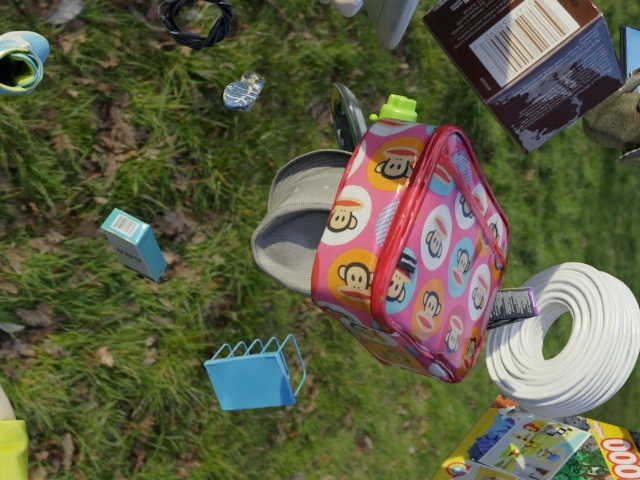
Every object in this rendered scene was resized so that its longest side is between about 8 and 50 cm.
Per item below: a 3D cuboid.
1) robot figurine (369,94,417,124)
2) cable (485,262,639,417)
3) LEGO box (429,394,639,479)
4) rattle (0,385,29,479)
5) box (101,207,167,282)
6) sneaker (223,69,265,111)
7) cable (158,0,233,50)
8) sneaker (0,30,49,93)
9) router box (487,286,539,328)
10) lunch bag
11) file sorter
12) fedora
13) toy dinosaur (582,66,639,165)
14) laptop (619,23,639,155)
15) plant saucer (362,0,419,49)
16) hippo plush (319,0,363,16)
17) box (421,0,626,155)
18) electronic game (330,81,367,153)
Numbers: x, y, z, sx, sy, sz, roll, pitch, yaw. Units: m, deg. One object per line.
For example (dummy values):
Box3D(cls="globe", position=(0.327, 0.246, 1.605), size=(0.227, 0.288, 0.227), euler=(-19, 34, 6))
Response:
Box3D(cls="robot figurine", position=(0.134, -0.202, 1.264), size=(0.067, 0.101, 0.115), euler=(0, 114, -39))
Box3D(cls="cable", position=(0.385, 0.157, 1.134), size=(0.089, 0.257, 0.257), euler=(29, 65, -25))
Box3D(cls="LEGO box", position=(0.405, 0.539, 1.314), size=(0.500, 0.373, 0.193), euler=(-31, 121, -46))
Box3D(cls="rattle", position=(-0.258, 0.127, 0.351), size=(0.200, 0.143, 0.130), euler=(-36, 122, -73))
Box3D(cls="box", position=(-0.455, 0.017, 1.735), size=(0.060, 0.101, 0.244), euler=(-60, 170, -22))
Box3D(cls="sneaker", position=(-0.134, -0.246, 1.221), size=(0.058, 0.052, 0.135), euler=(-65, 176, 34))
Box3D(cls="cable", position=(-0.294, -0.537, 1.712), size=(0.047, 0.185, 0.150), euler=(-86, 157, -44))
Box3D(cls="sneaker", position=(-0.710, -0.421, 1.671), size=(0.319, 0.208, 0.127), euler=(-57, 142, -49))
Box3D(cls="router box", position=(0.199, 0.112, 1.008), size=(0.133, 0.179, 0.046), euler=(2, 71, -41))
Box3D(cls="lunch bag", position=(0.118, 0.004, 0.783), size=(0.293, 0.120, 0.258), euler=(45, 62, -53))
Box3D(cls="file sorter", position=(-0.131, 0.273, 1.467), size=(0.104, 0.170, 0.118), euler=(-51, 127, -63))
Box3D(cls="fedora", position=(0.000, 0.000, 0.982), size=(0.124, 0.276, 0.243), euler=(-26, 115, -53))
Box3D(cls="toy dinosaur", position=(0.477, -0.198, 1.094), size=(0.160, 0.313, 0.121), euler=(-43, 130, 11))
Box3D(cls="laptop", position=(0.646, -0.247, 1.159), size=(0.137, 0.264, 0.234), euler=(15, 75, -61))
Box3D(cls="plant saucer", position=(0.107, -0.378, 0.628), size=(0.101, 0.400, 0.400), euler=(25, 71, -1))
Box3D(cls="hippo plush", position=(0.103, -0.679, 1.691), size=(0.237, 0.234, 0.294), euler=(-14, 101, -59))
Box3D(cls="box", position=(0.273, -0.252, 0.934), size=(0.203, 0.168, 0.167), euler=(25, 32, -58))
Box3D(cls="electronic game", position=(0.060, -0.225, 1.503), size=(0.048, 0.229, 0.229), euler=(-15, 109, -6))
